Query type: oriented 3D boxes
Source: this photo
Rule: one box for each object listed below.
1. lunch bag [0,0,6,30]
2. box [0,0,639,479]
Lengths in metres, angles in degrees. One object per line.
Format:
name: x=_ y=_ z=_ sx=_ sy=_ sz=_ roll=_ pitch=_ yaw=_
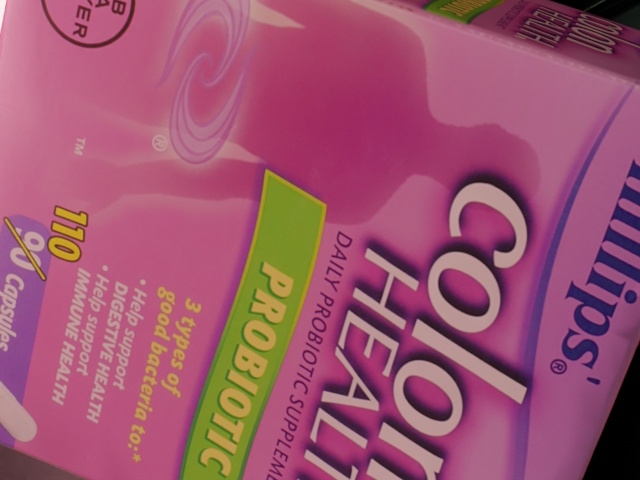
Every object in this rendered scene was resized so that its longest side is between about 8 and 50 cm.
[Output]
lunch bag: x=-0.105 y=-0.196 z=0.665 sx=0.224 sy=0.108 sz=0.279 roll=20 pitch=90 yaw=35
box: x=0.000 y=0.000 z=0.473 sx=0.243 sy=0.117 sz=0.213 roll=20 pitch=112 yaw=9
